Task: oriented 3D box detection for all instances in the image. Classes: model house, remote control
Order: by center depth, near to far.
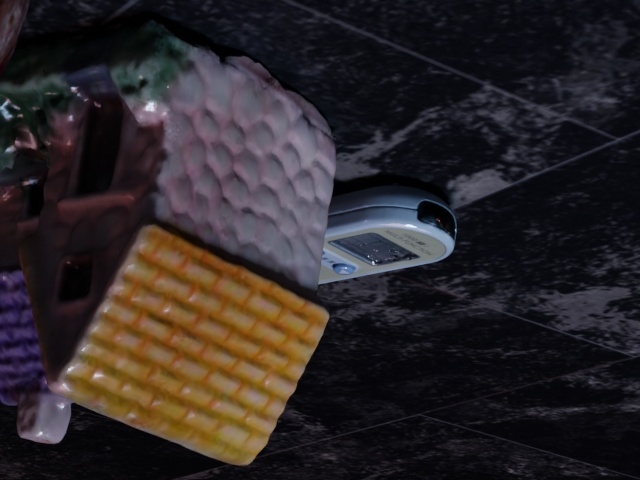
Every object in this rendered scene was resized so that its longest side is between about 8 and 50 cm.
[{"bbox_3d":[-0.139,0.015,1.119,0.237,0.237,0.202,-7,157,32],"label":"model house"},{"bbox_3d":[0.000,0.000,1.307,0.244,0.047,0.087,-12,149,40],"label":"remote control"}]

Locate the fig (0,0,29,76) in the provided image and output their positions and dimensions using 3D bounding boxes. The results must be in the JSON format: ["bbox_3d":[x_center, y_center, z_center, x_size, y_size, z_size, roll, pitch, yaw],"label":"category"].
[{"bbox_3d":[-0.244,-0.091,0.861,0.186,0.250,0.203,7,163,-31],"label":"fig"}]
